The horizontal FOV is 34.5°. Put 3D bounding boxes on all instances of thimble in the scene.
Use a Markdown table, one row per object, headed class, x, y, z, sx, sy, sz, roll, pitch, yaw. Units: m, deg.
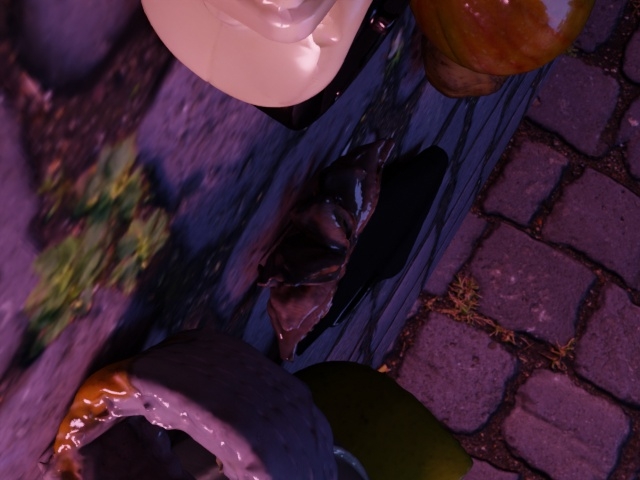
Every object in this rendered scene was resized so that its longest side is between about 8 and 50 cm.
| class | x | y | z | sx | sy | sz | roll | pitch | yaw |
| --- | --- | --- | --- | --- | --- | --- | --- | --- | --- |
| thimble | -0.072 | 0.132 | 0.608 | 0.127 | 0.151 | 0.118 | -54 | 168 | 16 |

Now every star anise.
| class | x | y | z | sx | sy | sz | roll | pitch | yaw |
| --- | --- | --- | --- | --- | --- | --- | --- | --- | --- |
| star anise | 0.000 | 0.000 | 0.863 | 0.195 | 0.065 | 0.182 | 100 | 17 | -52 |

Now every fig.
| class | x | y | z | sx | sy | sz | roll | pitch | yaw |
| --- | --- | --- | --- | --- | --- | --- | --- | --- | --- |
| fig | 0.109 | -0.187 | 0.717 | 0.186 | 0.148 | 0.142 | 1 | 144 | -35 |

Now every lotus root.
| class | x | y | z | sx | sy | sz | roll | pitch | yaw |
| --- | --- | --- | --- | --- | --- | --- | --- | --- | --- |
| lotus root | 0.140 | -0.182 | 0.974 | 0.179 | 0.089 | 0.081 | 37 | 46 | -78 |

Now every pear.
| class | x | y | z | sx | sy | sz | roll | pitch | yaw |
| --- | --- | --- | --- | --- | --- | --- | --- | --- | --- |
| pear | -0.036 | 0.309 | 1.120 | 0.318 | 0.238 | 0.342 | -41 | 168 | -30 |

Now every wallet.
| class | x | y | z | sx | sy | sz | roll | pitch | yaw |
| --- | --- | --- | --- | --- | --- | --- | --- | --- | --- |
| wallet | 0.059 | 0.003 | 1.195 | 0.197 | 0.051 | 0.377 | -65 | 167 | 20 |

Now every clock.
| class | x | y | z | sx | sy | sz | roll | pitch | yaw |
| --- | --- | --- | --- | --- | --- | --- | --- | --- | --- |
| clock | 0.065 | -0.219 | 0.417 | 0.379 | 0.120 | 0.276 | -57 | 176 | -14 |

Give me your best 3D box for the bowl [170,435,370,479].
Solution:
| class | x | y | z | sx | sy | sz | roll | pitch | yaw |
| --- | --- | --- | --- | --- | --- | --- | --- | --- | --- |
| bowl | -0.048 | 0.303 | 0.820 | 0.307 | 0.163 | 0.307 | -19 | 121 | -35 |
